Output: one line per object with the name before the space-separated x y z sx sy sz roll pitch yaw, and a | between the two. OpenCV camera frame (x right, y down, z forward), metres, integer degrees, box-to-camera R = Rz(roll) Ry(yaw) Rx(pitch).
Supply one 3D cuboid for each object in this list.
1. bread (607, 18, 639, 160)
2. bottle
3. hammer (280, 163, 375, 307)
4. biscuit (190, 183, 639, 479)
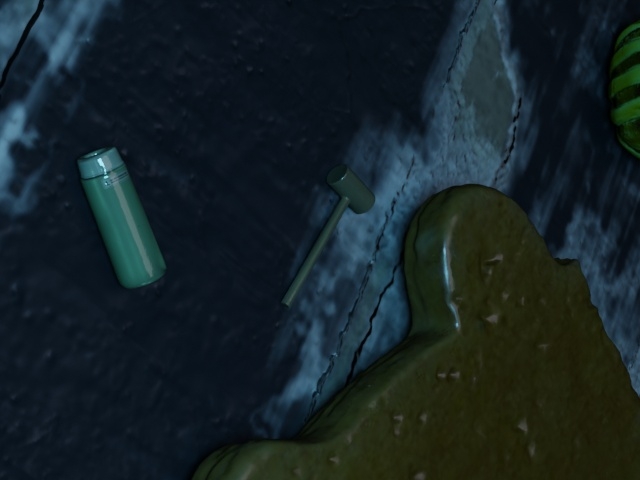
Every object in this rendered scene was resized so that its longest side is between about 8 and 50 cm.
bread | 0.296 -0.129 1.291 0.130 0.071 0.139 25 68 -45
bottle | -0.119 -0.014 0.890 0.030 0.030 0.083 -33 109 -42
hammer | 0.000 0.000 1.024 0.035 0.019 0.110 47 62 -32
biscuit | 0.093 0.190 1.068 0.394 0.076 0.368 -49 120 -32
